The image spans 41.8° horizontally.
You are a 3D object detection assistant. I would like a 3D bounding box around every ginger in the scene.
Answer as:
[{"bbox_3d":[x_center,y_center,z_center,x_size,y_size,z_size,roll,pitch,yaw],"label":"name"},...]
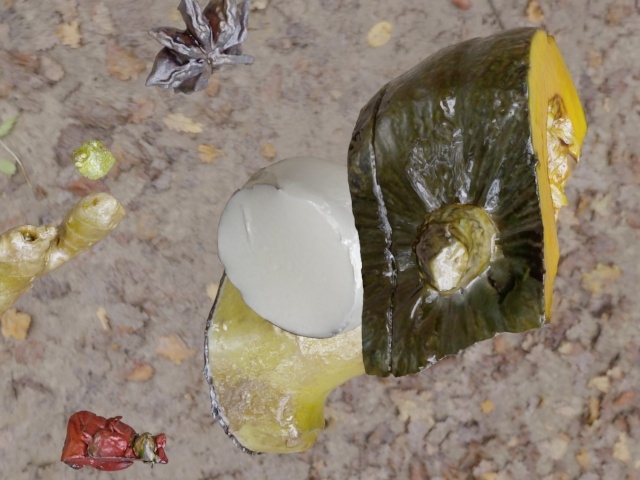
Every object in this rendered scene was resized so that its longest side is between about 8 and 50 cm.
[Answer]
[{"bbox_3d":[-0.604,0.034,1.745,0.363,0.122,0.348,-19,151,-37],"label":"ginger"}]

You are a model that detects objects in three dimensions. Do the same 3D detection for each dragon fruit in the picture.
[{"bbox_3d":[-0.375,0.396,1.535,0.192,0.092,0.122,12,104,-13],"label":"dragon fruit"}]

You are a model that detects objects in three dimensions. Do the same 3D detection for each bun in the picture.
[{"bbox_3d":[0.000,0.000,0.782,0.120,0.173,0.172,-38,118,-46],"label":"bun"}]

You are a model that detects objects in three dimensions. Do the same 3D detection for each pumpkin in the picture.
[{"bbox_3d":[0.088,-0.044,0.543,0.126,0.131,0.248,61,34,-31],"label":"pumpkin"}]

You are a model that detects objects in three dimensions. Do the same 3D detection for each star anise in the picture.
[{"bbox_3d":[-0.175,-0.306,1.329,0.231,0.089,0.209,-18,153,-37],"label":"star anise"}]

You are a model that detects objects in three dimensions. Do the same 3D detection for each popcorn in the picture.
[{"bbox_3d":[-0.383,-0.132,1.420,0.059,0.068,0.083,-41,159,15],"label":"popcorn"}]

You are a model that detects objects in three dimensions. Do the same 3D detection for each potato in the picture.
[{"bbox_3d":[0.004,0.168,1.364,0.290,0.296,0.397,9,81,-60],"label":"potato"}]
